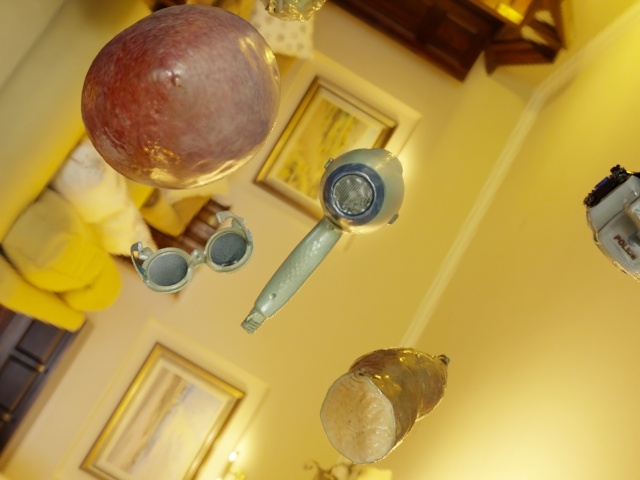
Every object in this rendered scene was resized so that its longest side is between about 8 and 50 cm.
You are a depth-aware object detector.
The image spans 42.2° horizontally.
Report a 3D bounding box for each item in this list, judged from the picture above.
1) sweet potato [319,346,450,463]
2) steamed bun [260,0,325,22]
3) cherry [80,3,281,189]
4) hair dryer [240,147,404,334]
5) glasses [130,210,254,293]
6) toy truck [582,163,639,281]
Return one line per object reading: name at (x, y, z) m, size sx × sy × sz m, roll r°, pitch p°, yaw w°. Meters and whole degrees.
sweet potato at (0.112, 0.214, 1.231) m, size 0.131 × 0.131 × 0.336 m, roll -58°, pitch 164°, yaw 20°
steamed bun at (-0.033, -0.648, 1.789) m, size 0.230 × 0.325 × 0.372 m, roll -18°, pitch 162°, yaw -21°
cherry at (-0.150, -0.151, 0.936) m, size 0.239 × 0.239 × 0.206 m, roll -62°, pitch 146°, yaw -46°
hair dryer at (0.025, -0.025, 1.168) m, size 0.298 × 0.119 × 0.296 m, roll -50°, pitch 176°, yaw 31°
glasses at (-0.193, 0.024, 1.243) m, size 0.189 × 0.088 × 0.220 m, roll -18°, pitch 179°, yaw -3°
toy truck at (0.428, -0.047, 0.985) m, size 0.213 × 0.161 × 0.177 m, roll -43°, pitch 172°, yaw 13°
